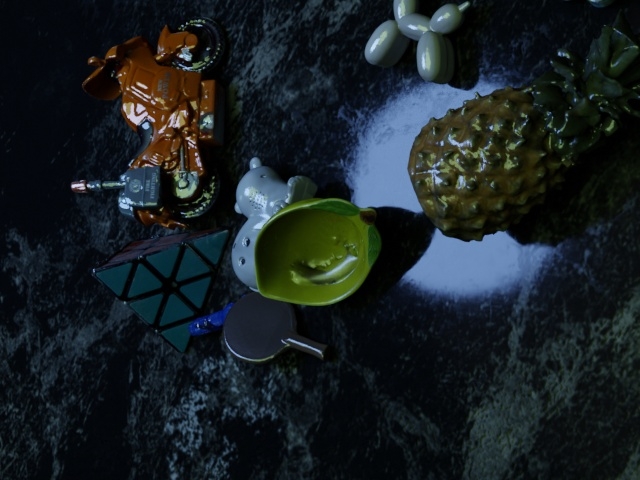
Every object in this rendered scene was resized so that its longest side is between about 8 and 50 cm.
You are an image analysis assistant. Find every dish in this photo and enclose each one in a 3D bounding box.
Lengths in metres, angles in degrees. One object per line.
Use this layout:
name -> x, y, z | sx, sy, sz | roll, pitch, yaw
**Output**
dish -> 0.000, 0.000, 1.594 | 0.208, 0.080, 0.149 | -34, 109, 27

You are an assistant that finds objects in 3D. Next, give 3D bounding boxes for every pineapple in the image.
pineapple -> 0.263, -0.132, 1.362 | 0.340, 0.169, 0.169 | -31, 68, 27

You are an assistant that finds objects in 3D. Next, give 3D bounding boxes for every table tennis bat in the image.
table tennis bat -> -0.077, 0.109, 1.635 | 0.170, 0.119, 0.107 | 18, 74, 27

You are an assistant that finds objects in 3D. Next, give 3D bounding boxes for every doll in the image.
doll -> 0.120, -0.291, 1.545 | 0.161, 0.059, 0.160 | 26, 104, 39

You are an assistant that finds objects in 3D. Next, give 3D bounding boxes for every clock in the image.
clock -> -0.081, -0.019, 1.685 | 0.117, 0.080, 0.176 | 25, 103, 40

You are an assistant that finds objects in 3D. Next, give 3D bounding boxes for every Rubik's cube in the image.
Rubik's cube -> -0.236, 0.080, 1.838 | 0.190, 0.211, 0.178 | -156, 52, -70

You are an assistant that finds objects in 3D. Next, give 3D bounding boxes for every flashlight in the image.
flashlight -> -0.145, 0.118, 1.763 | 0.121, 0.035, 0.057 | -22, 49, 41

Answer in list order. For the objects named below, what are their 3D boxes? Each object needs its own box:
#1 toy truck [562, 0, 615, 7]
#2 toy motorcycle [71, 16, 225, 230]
toy truck -> 0.331, -0.339, 1.344 | 0.257, 0.108, 0.140 | 20, 87, 42
toy motorcycle -> -0.249, -0.173, 1.799 | 0.221, 0.148, 0.325 | -3, 77, 17
